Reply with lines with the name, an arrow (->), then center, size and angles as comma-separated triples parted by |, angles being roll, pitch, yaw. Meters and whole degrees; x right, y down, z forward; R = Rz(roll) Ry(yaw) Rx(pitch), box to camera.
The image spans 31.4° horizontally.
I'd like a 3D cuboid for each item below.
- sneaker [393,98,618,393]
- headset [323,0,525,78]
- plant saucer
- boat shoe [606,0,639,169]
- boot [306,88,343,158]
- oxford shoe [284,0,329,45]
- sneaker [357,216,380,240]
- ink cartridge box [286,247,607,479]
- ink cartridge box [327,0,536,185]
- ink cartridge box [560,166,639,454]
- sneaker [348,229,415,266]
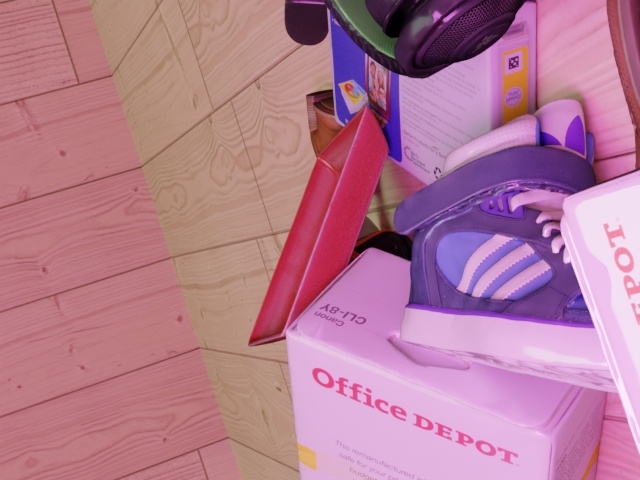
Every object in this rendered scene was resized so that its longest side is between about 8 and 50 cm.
sneaker -> 0.192, -0.011, 0.911 | 0.323, 0.130, 0.236 | 3, 75, 59
headset -> 0.104, -0.260, 0.891 | 0.243, 0.185, 0.394 | 65, 162, -17
plant saucer -> 0.000, 0.000, 1.271 | 0.259, 0.048, 0.258 | 144, 147, -76
boat shoe -> 0.257, -0.054, 0.780 | 0.104, 0.111, 0.307 | 151, 101, -71
boot -> 0.035, -0.113, 1.453 | 0.197, 0.073, 0.152 | -130, 26, -76
oxford shoe -> -0.008, -0.343, 1.365 | 0.076, 0.076, 0.212 | -78, -1, -46
sneaker -> 0.081, 0.064, 1.482 | 0.092, 0.087, 0.228 | -9, 106, 65
ink cartridge box -> 0.131, 0.231, 1.175 | 0.279, 0.160, 0.384 | 19, 134, 27
ink cartridge box -> 0.102, -0.208, 1.140 | 0.303, 0.072, 0.307 | 43, 144, 49
ink cartridge box -> 0.292, 0.025, 0.583 | 0.283, 0.117, 0.207 | -21, 88, 49
sneaker -> 0.094, 0.141, 1.338 | 0.124, 0.180, 0.321 | 100, 147, -57
